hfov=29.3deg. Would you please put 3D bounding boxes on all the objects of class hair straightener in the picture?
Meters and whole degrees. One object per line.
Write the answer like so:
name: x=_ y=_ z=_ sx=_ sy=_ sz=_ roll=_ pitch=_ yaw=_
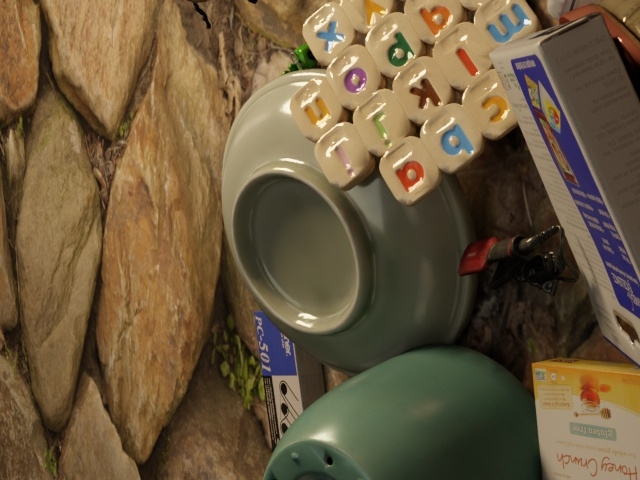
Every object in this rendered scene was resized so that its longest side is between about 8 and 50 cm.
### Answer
hair straightener: x=0.213 y=0.020 z=1.247 sx=0.230 sy=0.089 sz=0.047 roll=135 pitch=157 yaw=-74

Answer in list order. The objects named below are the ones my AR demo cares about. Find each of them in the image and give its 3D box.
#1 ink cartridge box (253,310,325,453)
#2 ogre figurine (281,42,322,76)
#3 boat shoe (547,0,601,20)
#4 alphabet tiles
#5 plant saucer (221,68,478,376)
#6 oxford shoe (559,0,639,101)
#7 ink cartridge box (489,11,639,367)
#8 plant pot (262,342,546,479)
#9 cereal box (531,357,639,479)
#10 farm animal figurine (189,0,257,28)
ink cartridge box: x=-0.039 y=0.197 z=1.721 sx=0.097 sy=0.046 sz=0.207 roll=-9 pitch=88 yaw=56
ogre figurine: x=0.003 y=-0.152 z=1.542 sx=0.118 sy=0.096 sz=0.197 roll=56 pitch=146 yaw=23
boat shoe: x=0.286 y=-0.295 z=1.117 sx=0.075 sy=0.083 sz=0.226 roll=30 pitch=124 yaw=19
alphabet tiles: x=0.098 y=-0.187 z=1.331 sx=0.284 sy=0.021 sz=0.278 roll=-38 pitch=59 yaw=17
plant saucer: x=0.000 y=0.000 z=1.470 sx=0.400 sy=0.100 sz=0.401 roll=22 pitch=125 yaw=36
oxford shoe: x=0.322 y=-0.127 z=0.979 sx=0.123 sy=0.130 sz=0.348 roll=60 pitch=180 yaw=-41
ink cartridge box: x=0.246 y=-0.037 z=1.053 sx=0.307 sy=0.072 sz=0.303 roll=64 pitch=-177 yaw=-6
plant pot: x=0.078 y=0.274 z=1.320 sx=0.293 sy=0.235 sz=0.293 roll=7 pitch=101 yaw=41
cereal box: x=0.292 y=0.242 z=1.217 sx=0.173 sy=0.047 sz=0.240 roll=-3 pitch=93 yaw=57
farm animal figurine: x=-0.148 y=-0.490 z=1.533 sx=0.327 sy=0.172 sz=0.330 roll=109 pitch=161 yaw=-54
